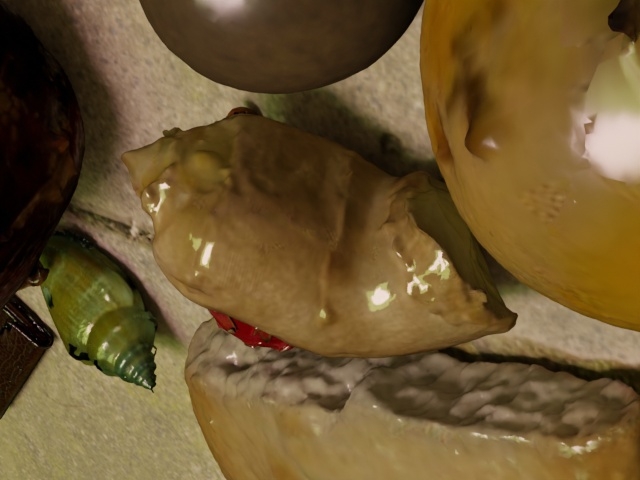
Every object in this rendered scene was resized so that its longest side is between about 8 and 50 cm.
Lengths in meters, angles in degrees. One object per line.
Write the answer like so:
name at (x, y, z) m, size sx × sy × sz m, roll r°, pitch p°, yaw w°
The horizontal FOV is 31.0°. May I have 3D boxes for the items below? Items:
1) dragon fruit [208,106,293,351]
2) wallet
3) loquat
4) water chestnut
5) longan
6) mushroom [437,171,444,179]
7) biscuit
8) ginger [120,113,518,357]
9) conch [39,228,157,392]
dragon fruit at (-0.056, -0.003, 0.853) m, size 0.094 × 0.094 × 0.191 m, roll 3°, pitch 116°, yaw 43°
wallet at (-0.384, 0.119, 1.312) m, size 0.133 × 0.039 × 0.243 m, roll 47°, pitch 143°, yaw 2°
loquat at (0.155, -0.072, 0.482) m, size 0.243 × 0.244 × 0.244 m, roll 26°, pitch 137°, yaw 26°
water chestnut at (-0.338, -0.043, 0.924) m, size 0.335 × 0.335 × 0.347 m, roll 27°, pitch 171°, yaw 25°
longan at (-0.017, -0.170, 0.606) m, size 0.167 × 0.167 × 0.187 m, roll 32°, pitch 121°, yaw 20°
mushroom at (0.098, -0.147, 0.614) m, size 0.068 × 0.043 × 0.306 m, roll 41°, pitch 148°, yaw 40°
biscuit at (0.075, 0.254, 0.930) m, size 0.429 × 0.104 × 0.446 m, roll 12°, pitch 129°, yaw 37°
ginger at (0.000, 0.000, 0.747) m, size 0.267 × 0.138 × 0.152 m, roll 14°, pitch 140°, yaw 1°
conch at (-0.207, 0.063, 1.070) m, size 0.201 × 0.079 × 0.095 m, roll 50°, pitch 125°, yaw 11°
